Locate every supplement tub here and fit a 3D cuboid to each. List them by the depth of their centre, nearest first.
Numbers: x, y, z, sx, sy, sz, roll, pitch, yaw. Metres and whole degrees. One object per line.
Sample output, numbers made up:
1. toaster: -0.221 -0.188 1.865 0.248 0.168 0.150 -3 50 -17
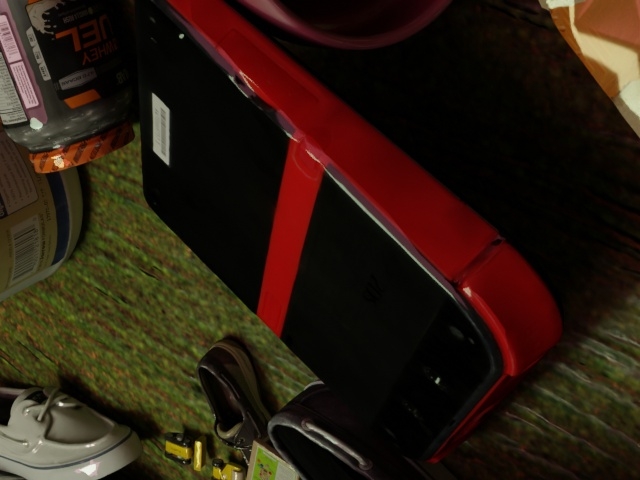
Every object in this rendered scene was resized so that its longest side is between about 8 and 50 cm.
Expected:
1. supplement tub: -0.230 -0.160 1.215 0.117 0.117 0.190 -3 112 44
2. supplement tub: -0.400 -0.011 1.309 0.228 0.316 0.228 21 126 32

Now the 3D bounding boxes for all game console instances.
1. game console: 0.000 0.000 1.025 0.342 0.060 0.386 45 161 10

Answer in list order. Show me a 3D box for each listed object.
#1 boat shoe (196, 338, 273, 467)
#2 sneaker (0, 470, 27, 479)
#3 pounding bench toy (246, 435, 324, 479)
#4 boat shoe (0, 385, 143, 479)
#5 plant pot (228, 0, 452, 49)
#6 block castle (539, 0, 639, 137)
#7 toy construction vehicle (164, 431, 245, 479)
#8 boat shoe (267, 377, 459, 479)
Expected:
1. boat shoe: -0.074 0.166 1.312 0.056 0.049 0.152 -14 104 45
2. sneaker: -0.270 0.284 1.527 0.305 0.152 0.114 5 107 16
3. pounding bench toy: -0.010 0.199 1.262 0.083 0.065 0.052 31 130 26
4. boat shoe: -0.289 0.194 1.493 0.258 0.095 0.084 -4 113 41
5. plant pot: -0.022 -0.229 0.943 0.180 0.201 0.201 16 125 54
6. block castle: 0.315 -0.138 0.667 0.453 0.213 0.303 51 133 3
7. toy construction vehicle: -0.105 0.232 1.398 0.098 0.035 0.086 13 111 34
8. boat shoe: 0.076 0.240 1.179 0.301 0.102 0.108 49 137 9
